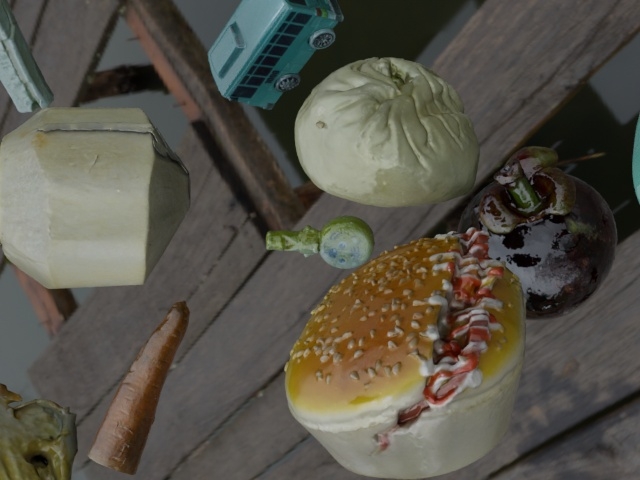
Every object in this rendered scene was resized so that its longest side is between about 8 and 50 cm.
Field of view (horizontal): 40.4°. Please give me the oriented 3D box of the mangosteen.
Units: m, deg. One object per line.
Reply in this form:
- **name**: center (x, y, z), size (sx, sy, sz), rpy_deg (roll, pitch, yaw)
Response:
- **mangosteen**: center (0.298, -0.014, 1.231), size (0.228, 0.228, 0.265), rpy_deg (24, 153, 40)

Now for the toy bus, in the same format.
- **toy bus**: center (-0.090, -0.356, 1.532), size (0.256, 0.147, 0.128), rpy_deg (-44, 56, 41)

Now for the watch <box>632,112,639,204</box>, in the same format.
- **watch**: center (0.437, -0.088, 0.931), size (0.068, 0.237, 0.195), rpy_deg (-25, 84, 63)

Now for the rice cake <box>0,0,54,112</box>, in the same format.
- **rice cake**: center (-0.507, -0.351, 1.344), size (0.066, 0.063, 0.336), rpy_deg (-94, -12, -52)

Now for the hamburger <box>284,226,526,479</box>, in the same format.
- **hamburger**: center (0.084, 0.094, 0.835), size (0.227, 0.295, 0.151), rpy_deg (-13, 114, 17)

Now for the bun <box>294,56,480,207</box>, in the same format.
- **bun**: center (0.084, -0.136, 1.026), size (0.229, 0.229, 0.145), rpy_deg (28, 123, 37)

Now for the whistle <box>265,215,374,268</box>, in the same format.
- **whistle**: center (0.000, 0.000, 1.592), size (0.198, 0.057, 0.104), rpy_deg (2, 125, 1)

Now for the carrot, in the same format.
- **carrot**: center (-0.203, 0.167, 1.021), size (0.061, 0.061, 0.210), rpy_deg (17, 81, 43)

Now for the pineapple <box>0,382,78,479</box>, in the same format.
- **pineapple**: center (-0.206, 0.172, 0.463), size (0.186, 0.236, 0.114), rpy_deg (28, 108, 13)

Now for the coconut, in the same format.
- **coconut**: center (-0.357, -0.065, 1.404), size (0.323, 0.323, 0.323), rpy_deg (22, 122, 41)
